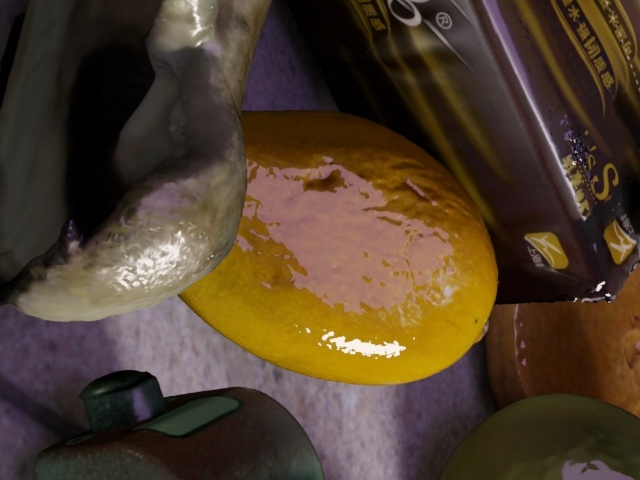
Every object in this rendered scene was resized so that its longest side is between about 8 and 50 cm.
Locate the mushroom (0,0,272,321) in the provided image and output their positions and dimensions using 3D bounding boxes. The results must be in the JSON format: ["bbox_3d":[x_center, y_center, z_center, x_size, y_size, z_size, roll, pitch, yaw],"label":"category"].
[{"bbox_3d":[-0.084,-0.107,0.875,0.130,0.247,0.344,24,55,-32],"label":"mushroom"}]

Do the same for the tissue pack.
[{"bbox_3d":[0.117,-0.155,1.159,0.210,0.198,0.370,-43,116,-34],"label":"tissue pack"}]

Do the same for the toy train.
[{"bbox_3d":[-0.059,0.231,0.924,0.129,0.159,0.326,-20,97,-51],"label":"toy train"}]

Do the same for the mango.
[{"bbox_3d":[0.000,0.000,1.060,0.317,0.119,0.176,21,82,-33],"label":"mango"}]

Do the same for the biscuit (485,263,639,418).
[{"bbox_3d":[0.262,0.097,1.395,0.376,0.051,0.269,19,72,-44],"label":"biscuit"}]

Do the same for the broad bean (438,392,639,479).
[{"bbox_3d":[0.202,0.254,1.219,0.238,0.119,0.291,-31,98,-18],"label":"broad bean"}]
